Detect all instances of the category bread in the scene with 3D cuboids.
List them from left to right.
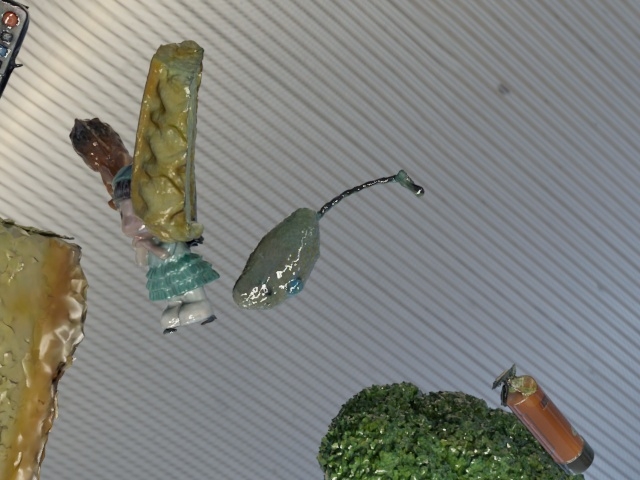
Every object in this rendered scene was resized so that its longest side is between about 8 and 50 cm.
[{"bbox_3d":[-0.380,0.105,0.830,0.248,0.279,0.315,26,81,-50],"label":"bread"},{"bbox_3d":[-0.173,-0.108,1.120,0.088,0.128,0.232,3,119,-7],"label":"bread"}]

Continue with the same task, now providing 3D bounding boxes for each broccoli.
[{"bbox_3d":[0.141,0.319,1.064,0.310,0.321,0.413,-30,116,21],"label":"broccoli"}]

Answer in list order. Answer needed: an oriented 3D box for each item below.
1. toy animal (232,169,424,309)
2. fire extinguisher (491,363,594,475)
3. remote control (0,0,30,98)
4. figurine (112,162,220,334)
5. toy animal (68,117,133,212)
[{"bbox_3d":[-0.003,-0.008,1.132,0.253,0.070,0.079,-39,101,-9],"label":"toy animal"},{"bbox_3d":[0.122,0.099,0.539,0.022,0.028,0.083,-20,121,41],"label":"fire extinguisher"},{"bbox_3d":[-0.578,-0.213,1.528,0.144,0.062,0.399,22,111,-23],"label":"remote control"},{"bbox_3d":[-0.201,-0.002,1.318,0.138,0.110,0.245,-15,93,36],"label":"figurine"},{"bbox_3d":[-0.322,-0.090,1.598,0.097,0.312,0.157,-38,147,-3],"label":"toy animal"}]
